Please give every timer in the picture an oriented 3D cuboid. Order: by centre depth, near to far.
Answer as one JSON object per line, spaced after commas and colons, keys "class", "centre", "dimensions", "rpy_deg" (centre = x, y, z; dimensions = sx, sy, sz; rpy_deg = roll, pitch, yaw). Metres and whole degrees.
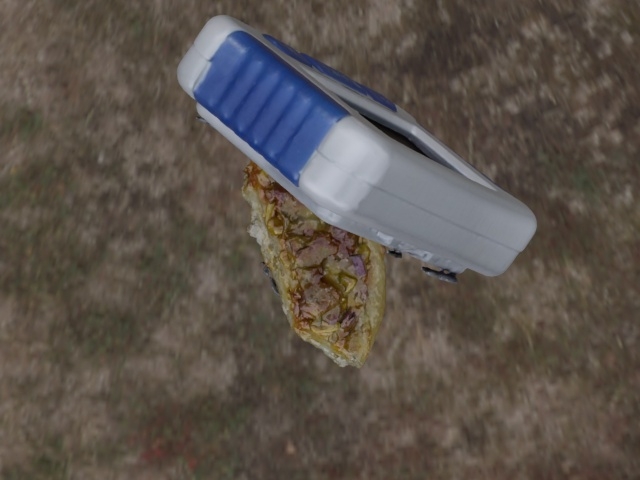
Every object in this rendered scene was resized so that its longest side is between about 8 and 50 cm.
{"class": "timer", "centre": [0.025, -0.054, 1.189], "dimensions": [0.078, 0.178, 0.253], "rpy_deg": [-54, 146, 9]}

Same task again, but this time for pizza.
{"class": "pizza", "centre": [0.000, -0.001, 1.632], "dimensions": [0.127, 0.058, 0.246], "rpy_deg": [-7, 79, -22]}
